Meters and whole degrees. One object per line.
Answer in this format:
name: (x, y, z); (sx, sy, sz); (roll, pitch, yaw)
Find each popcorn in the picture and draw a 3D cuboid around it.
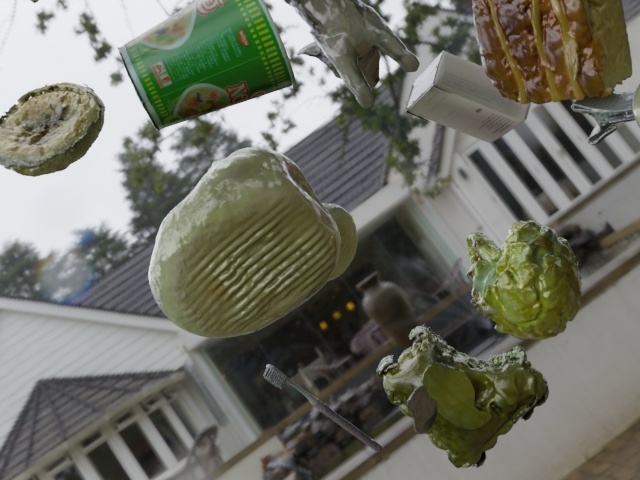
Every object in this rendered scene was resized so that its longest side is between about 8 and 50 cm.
popcorn: (0.321, 0.059, 1.363); (0.198, 0.212, 0.198); (-48, -30, -40)

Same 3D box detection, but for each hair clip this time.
hair clip: (0.417, -0.182, 1.033); (0.159, 0.071, 0.218); (-51, 24, -22)

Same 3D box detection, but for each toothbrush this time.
toothbrush: (0.008, 0.363, 1.775); (0.024, 0.354, 0.029); (-9, 48, 52)

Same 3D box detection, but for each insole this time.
insole: (0.189, 0.314, 1.554); (0.065, 0.006, 0.193); (-48, -32, -13)

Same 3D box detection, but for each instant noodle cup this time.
instant noodle cup: (-0.185, -0.289, 1.329); (0.232, 0.207, 0.207); (-25, -9, -2)

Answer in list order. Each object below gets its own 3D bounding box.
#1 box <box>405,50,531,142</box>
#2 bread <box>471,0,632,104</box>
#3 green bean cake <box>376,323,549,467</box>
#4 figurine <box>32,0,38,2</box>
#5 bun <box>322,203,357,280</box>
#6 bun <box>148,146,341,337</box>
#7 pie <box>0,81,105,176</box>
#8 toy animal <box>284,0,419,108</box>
box: (0.364, -0.347, 2.073); (0.203, 0.251, 0.106); (139, 150, -74)
bread: (0.281, -0.318, 1.073); (0.114, 0.275, 0.184); (-29, 21, -29)
green bean cake: (0.303, 0.303, 1.801); (0.285, 0.310, 0.202); (-48, -5, 5)
figurine: (-0.585, -0.587, 1.693); (0.169, 0.218, 0.326); (-51, 17, -3)
bun: (0.000, 0.000, 2.269); (0.222, 0.127, 0.223); (-20, -62, -44)
bun: (-0.142, 0.002, 1.509); (0.360, 0.213, 0.361); (-13, -55, -20)
pie: (-0.589, -0.241, 1.798); (0.274, 0.274, 0.055); (-34, -39, -12)
toy animal: (0.029, -0.459, 1.735); (0.194, 0.344, 0.303); (-34, 27, -2)
